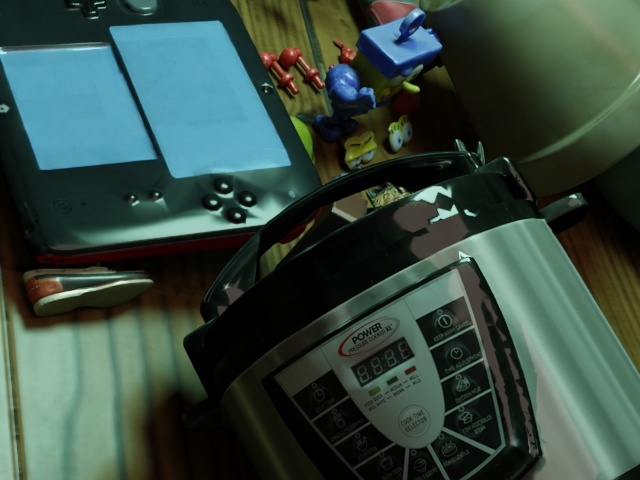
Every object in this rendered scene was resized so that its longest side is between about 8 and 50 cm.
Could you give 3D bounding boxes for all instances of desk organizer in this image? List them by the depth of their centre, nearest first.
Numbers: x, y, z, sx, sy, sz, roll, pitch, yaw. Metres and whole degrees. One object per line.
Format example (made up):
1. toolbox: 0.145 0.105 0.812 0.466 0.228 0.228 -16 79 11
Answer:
1. desk organizer: 0.000 0.000 1.461 0.047 0.130 0.050 28 40 -17

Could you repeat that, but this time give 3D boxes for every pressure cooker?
1. pressure cooker: 0.090 0.133 1.235 0.370 0.375 0.420 -16 72 -39

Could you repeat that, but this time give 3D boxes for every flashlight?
1. flashlight: 0.092 -0.376 1.882 0.103 0.103 0.304 32 33 -55

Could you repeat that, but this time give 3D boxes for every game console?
1. game console: -0.200 -0.145 1.425 0.342 0.060 0.386 -5 54 -32

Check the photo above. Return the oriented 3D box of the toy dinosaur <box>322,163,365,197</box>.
1. toy dinosaur: 0.025 -0.077 1.618 0.090 0.047 0.082 22 26 -9

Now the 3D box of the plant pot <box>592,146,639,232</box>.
1. plant pot: 0.540 -0.101 1.901 0.293 0.293 0.196 -22 98 -47

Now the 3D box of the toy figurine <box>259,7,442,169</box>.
1. toy figurine: 0.035 -0.221 1.612 0.362 0.217 0.191 -24 73 -48

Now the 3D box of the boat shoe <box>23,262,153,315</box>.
1. boat shoe: -0.232 0.043 1.303 0.137 0.049 0.043 -9 60 -38

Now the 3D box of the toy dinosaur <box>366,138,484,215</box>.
1. toy dinosaur: 0.144 0.019 1.545 0.164 0.322 0.218 -14 46 3

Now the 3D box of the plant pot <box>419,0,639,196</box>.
1. plant pot: 0.286 -0.265 1.726 0.280 0.323 0.323 45 38 -22
